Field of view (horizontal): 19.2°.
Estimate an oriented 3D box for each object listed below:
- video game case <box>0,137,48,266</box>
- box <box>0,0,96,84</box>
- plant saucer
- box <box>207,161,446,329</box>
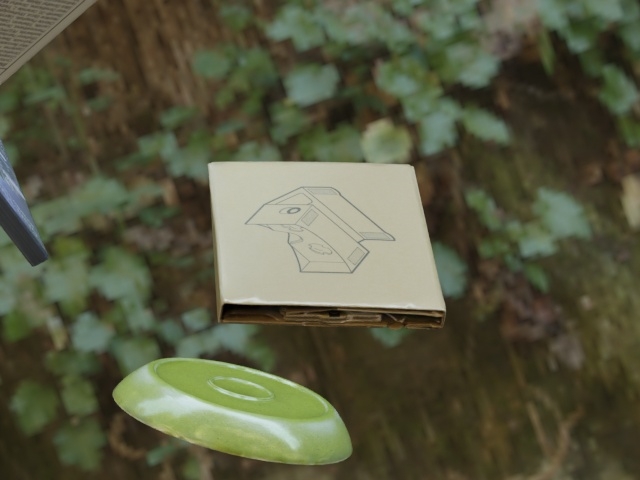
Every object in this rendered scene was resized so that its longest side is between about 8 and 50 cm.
[{"bbox_3d":[-0.379,-0.121,2.040,0.026,0.274,0.196,-28,-40,1],"label":"video game case"},{"bbox_3d":[-0.273,-0.144,1.161,0.311,0.121,0.148,-33,-24,34],"label":"box"},{"bbox_3d":[-0.081,0.159,1.842,0.241,0.037,0.241,15,8,-2],"label":"plant saucer"},{"bbox_3d":[0.000,0.000,1.421,0.164,0.021,0.201,2,33,-7],"label":"box"}]
